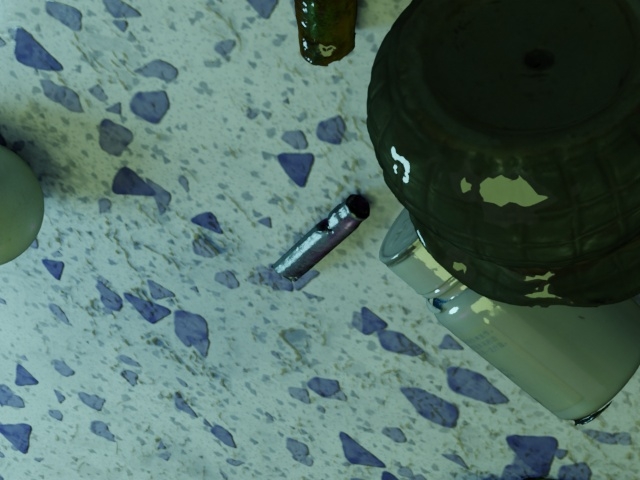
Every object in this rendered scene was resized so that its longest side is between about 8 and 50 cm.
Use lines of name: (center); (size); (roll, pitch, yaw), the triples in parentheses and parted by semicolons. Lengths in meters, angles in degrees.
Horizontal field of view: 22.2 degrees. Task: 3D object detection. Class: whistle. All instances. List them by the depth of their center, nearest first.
whistle: (0.000, 0.000, 1.764); (0.033, 0.033, 0.176); (37, 140, -10)

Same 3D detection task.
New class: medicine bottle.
medicine bottle: (0.192, 0.052, 1.615); (0.258, 0.143, 0.143); (38, 141, -13)

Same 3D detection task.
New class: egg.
egg: (-0.414, -0.047, 1.873); (0.209, 0.151, 0.151); (18, 141, 27)

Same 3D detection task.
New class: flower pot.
flower pot: (0.190, -0.110, 1.350); (0.301, 0.302, 0.213); (12, 152, 20)

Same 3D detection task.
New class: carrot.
carrot: (0.009, -0.262, 1.445); (0.070, 0.070, 0.260); (18, 141, 14)

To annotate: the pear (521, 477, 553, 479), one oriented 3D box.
pear: (0.274, 0.422, 1.970); (0.238, 0.164, 0.255); (-14, 131, 28)
